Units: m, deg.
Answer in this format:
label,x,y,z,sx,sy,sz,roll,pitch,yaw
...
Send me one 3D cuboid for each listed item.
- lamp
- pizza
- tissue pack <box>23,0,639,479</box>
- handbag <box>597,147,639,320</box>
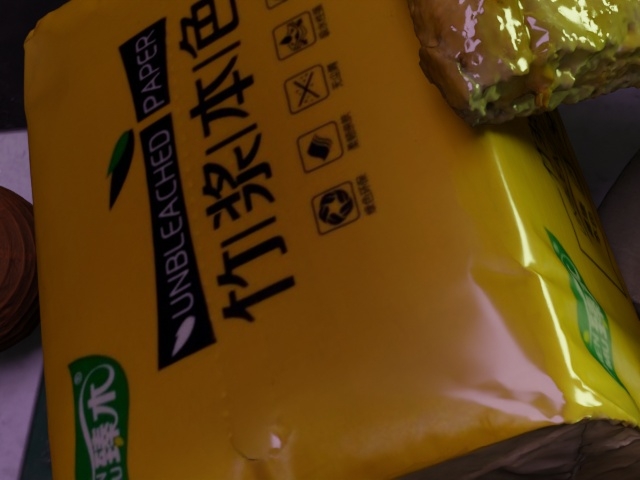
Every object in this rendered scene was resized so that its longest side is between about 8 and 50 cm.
label,x,y,z,sx,sy,sz,roll,pitch,yaw
lamp,-0.260,0.022,0.765,0.136,0.136,0.136,-8,63,16
pizza,0.162,-0.166,0.532,0.287,0.075,0.280,4,56,-20
tissue pack,0.000,0.000,0.603,0.293,0.228,0.382,-26,58,22
handbag,0.303,-0.030,0.569,0.315,0.109,0.253,23,77,51
